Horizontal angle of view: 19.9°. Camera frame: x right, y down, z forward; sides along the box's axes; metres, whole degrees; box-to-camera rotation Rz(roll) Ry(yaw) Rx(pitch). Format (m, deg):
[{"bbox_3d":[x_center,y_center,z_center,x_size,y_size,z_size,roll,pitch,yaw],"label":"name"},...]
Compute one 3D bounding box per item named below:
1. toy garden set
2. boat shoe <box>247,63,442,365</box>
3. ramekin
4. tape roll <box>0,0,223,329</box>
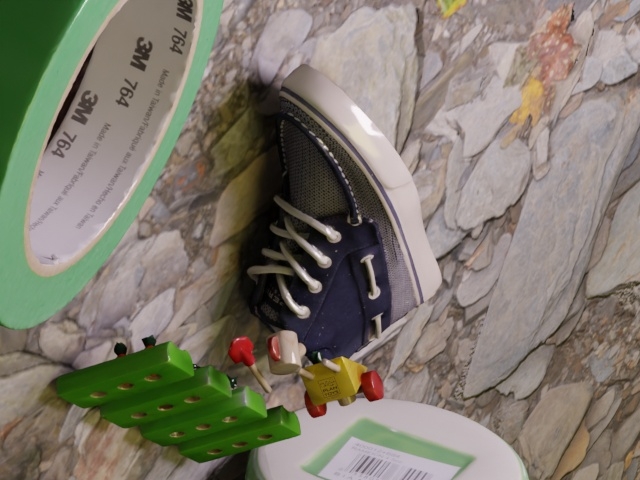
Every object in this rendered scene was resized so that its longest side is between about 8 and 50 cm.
[{"bbox_3d":[-0.078,0.118,1.581,0.203,0.049,0.244,-18,153,19],"label":"toy garden set"},{"bbox_3d":[0.000,0.000,1.600,0.158,0.127,0.340,-43,144,-11],"label":"boat shoe"},{"bbox_3d":[0.061,0.275,1.757,0.303,0.303,0.148,-20,124,-44],"label":"ramekin"},{"bbox_3d":[-0.169,-0.098,1.233,0.321,0.077,0.321,-60,169,-19],"label":"tape roll"}]
